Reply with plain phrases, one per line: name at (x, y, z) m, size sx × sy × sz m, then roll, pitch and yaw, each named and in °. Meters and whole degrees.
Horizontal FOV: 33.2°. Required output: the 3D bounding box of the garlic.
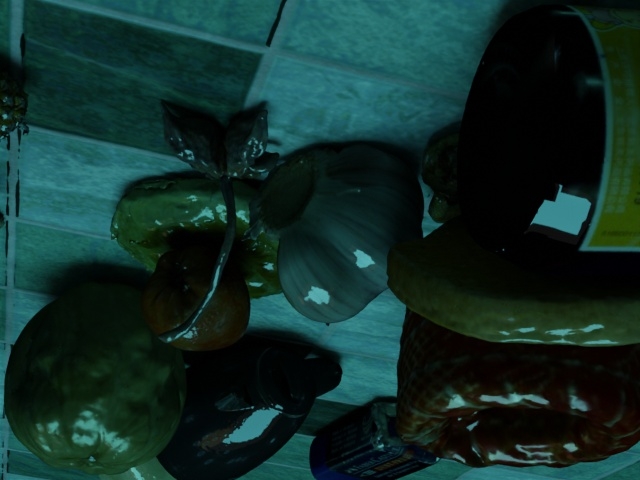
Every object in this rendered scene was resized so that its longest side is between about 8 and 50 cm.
garlic at (0.000, 0.000, 1.262) m, size 0.207 × 0.207 × 0.257 m, roll 14°, pitch 151°, yaw -15°

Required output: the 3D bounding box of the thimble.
thimble at (0.270, 0.166, 1.456) m, size 0.350 × 0.231 × 0.350 m, roll 4°, pitch 152°, yaw 2°

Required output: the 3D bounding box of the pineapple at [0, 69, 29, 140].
pineapple at (-0.396, -0.164, 1.104) m, size 0.221 × 0.083 × 0.103 m, roll 30°, pitch 144°, yaw -35°

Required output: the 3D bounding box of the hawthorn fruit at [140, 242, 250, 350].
hawthorn fruit at (-0.150, 0.076, 1.328) m, size 0.132 × 0.133 × 0.138 m, roll -6°, pitch 145°, yaw 23°

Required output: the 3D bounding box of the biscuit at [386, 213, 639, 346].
biscuit at (0.294, 0.027, 1.096) m, size 0.455 × 0.078 × 0.350 m, roll -3°, pitch -167°, yaw 6°

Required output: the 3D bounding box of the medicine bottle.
medicine bottle at (0.340, -0.081, 0.965) m, size 0.395 × 0.242 × 0.242 m, roll 2°, pitch 155°, yaw -15°

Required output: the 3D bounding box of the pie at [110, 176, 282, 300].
pie at (-0.135, 0.006, 1.401) m, size 0.306 × 0.071 × 0.306 m, roll 5°, pitch 151°, yaw 3°

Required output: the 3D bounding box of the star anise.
star anise at (-0.134, -0.018, 1.194) m, size 0.148 × 0.227 × 0.218 m, roll 13°, pitch 158°, yaw -27°

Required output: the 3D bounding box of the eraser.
eraser at (0.100, 0.403, 2.088) m, size 0.155 × 0.102 × 0.332 m, roll 18°, pitch 150°, yaw -20°

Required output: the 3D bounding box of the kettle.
kettle at (-0.106, 0.267, 1.806) m, size 0.290 × 0.207 × 0.268 m, roll -35°, pitch 161°, yaw 37°

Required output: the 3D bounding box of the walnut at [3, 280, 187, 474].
walnut at (-0.333, 0.208, 1.609) m, size 0.253 × 0.277 × 0.282 m, roll -4°, pitch 164°, yaw 2°

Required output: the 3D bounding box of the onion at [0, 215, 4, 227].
onion at (-0.518, -0.030, 1.310) m, size 0.267 × 0.159 × 0.348 m, roll -6°, pitch 150°, yaw 28°

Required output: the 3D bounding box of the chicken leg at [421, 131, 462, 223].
chicken leg at (0.152, -0.067, 1.215) m, size 0.085 × 0.069 × 0.198 m, roll -15°, pitch 162°, yaw -9°

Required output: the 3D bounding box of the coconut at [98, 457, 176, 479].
coconut at (-0.317, 0.386, 2.020) m, size 0.236 × 0.197 × 0.237 m, roll -2°, pitch 161°, yaw -1°
